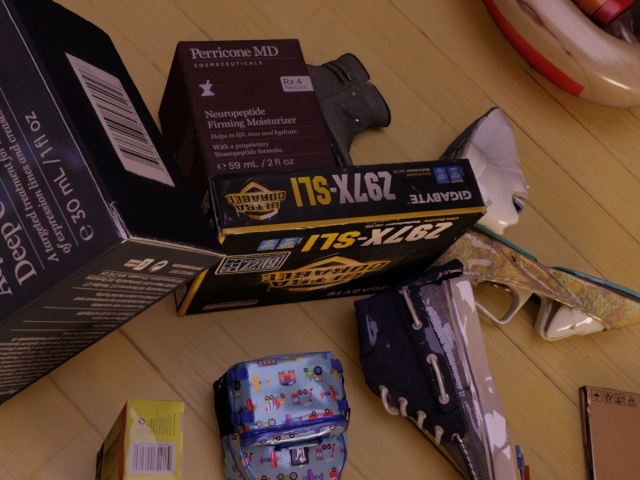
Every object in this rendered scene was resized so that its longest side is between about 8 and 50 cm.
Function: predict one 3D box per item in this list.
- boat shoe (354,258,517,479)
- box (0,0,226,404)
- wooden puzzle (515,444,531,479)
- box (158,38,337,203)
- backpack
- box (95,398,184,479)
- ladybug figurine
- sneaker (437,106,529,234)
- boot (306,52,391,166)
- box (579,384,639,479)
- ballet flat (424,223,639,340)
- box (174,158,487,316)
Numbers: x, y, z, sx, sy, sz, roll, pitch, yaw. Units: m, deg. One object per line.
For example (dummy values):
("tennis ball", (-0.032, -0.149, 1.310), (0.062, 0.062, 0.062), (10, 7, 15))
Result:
("boat shoe", (0.143, 0.205, 1.136), (0.158, 0.127, 0.340), (-13, 78, 5))
("box", (-0.351, -0.012, 0.889), (0.395, 0.212, 0.293), (-33, 76, 12))
("wooden puzzle", (0.256, 0.311, 1.118), (0.014, 0.116, 0.078), (-8, 45, 12))
("box", (-0.101, -0.130, 1.169), (0.168, 0.167, 0.203), (-7, 67, -22))
("backpack", (-0.039, 0.228, 1.048), (0.158, 0.117, 0.173), (0, 68, -18))
("box", (-0.189, 0.233, 0.924), (0.058, 0.232, 0.087), (7, 64, -19))
("ladybug figurine", (0.409, -0.388, 1.475), (0.305, 0.162, 0.449), (-33, 79, -28))
("sneaker", (0.234, -0.093, 1.272), (0.129, 0.111, 0.297), (42, 33, -3))
("boot", (0.043, -0.162, 1.291), (0.161, 0.083, 0.246), (-16, 74, -33))
("box", (0.454, 0.292, 1.240), (0.201, 0.021, 0.164), (11, 62, -14))
("ballet flat", (0.294, 0.074, 1.250), (0.349, 0.123, 0.123), (23, 60, -8))
("box", (0.000, 0.000, 1.090), (0.322, 0.257, 0.079), (-5, 66, -22))
